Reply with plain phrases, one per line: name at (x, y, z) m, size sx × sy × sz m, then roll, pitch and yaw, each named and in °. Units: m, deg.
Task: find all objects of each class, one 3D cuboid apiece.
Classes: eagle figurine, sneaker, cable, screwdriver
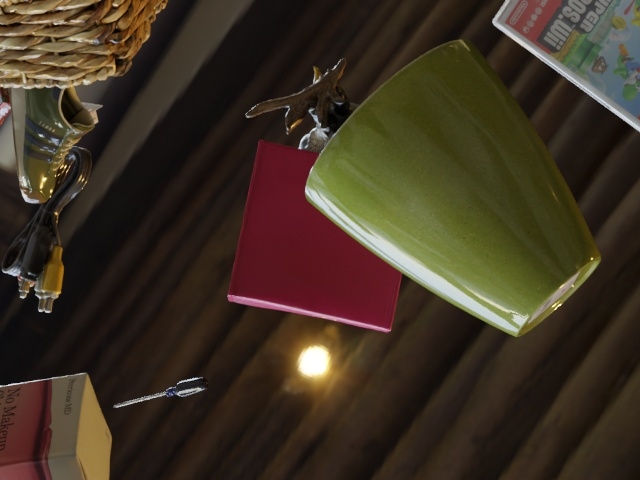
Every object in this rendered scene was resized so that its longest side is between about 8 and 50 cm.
eagle figurine at (0.028, -0.204, 2.385) m, size 0.226 × 0.298 × 0.225 m, roll 10°, pitch -111°, yaw 18°
sneaker at (-0.300, -0.122, 1.532) m, size 0.064 × 0.086 × 0.192 m, roll -85°, pitch 177°, yaw -55°
cable at (-0.459, -0.025, 2.304) m, size 0.139 × 0.072 × 0.287 m, roll 20°, pitch -91°, yaw 45°
screwdriver at (-0.246, 0.237, 2.051) m, size 0.170 × 0.024 × 0.025 m, roll -19°, pitch -149°, yaw 19°

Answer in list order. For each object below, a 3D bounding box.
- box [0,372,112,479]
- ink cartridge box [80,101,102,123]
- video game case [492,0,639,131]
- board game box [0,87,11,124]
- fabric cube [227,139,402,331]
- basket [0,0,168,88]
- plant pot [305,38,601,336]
box at (-0.388, 0.270, 1.663) m, size 0.232 × 0.126 × 0.148 m, roll -10°, pitch -144°, yaw 3°
ink cartridge box at (-0.333, -0.164, 1.801) m, size 0.083 × 0.028 × 0.048 m, roll 10°, pitch -148°, yaw 33°
video game case at (0.400, -0.298, 1.822) m, size 0.204 × 0.285 × 0.025 m, roll -56°, pitch -164°, yaw 3°
board game box at (-0.556, -0.282, 2.145) m, size 0.145 × 0.027 × 0.281 m, roll -42°, pitch -125°, yaw 33°
fabric cube at (0.000, 0.000, 2.173) m, size 0.259 × 0.258 × 0.254 m, roll 132°, pitch -31°, yaw -85°
basket at (-0.278, -0.266, 1.047) m, size 0.223 × 0.299 × 0.213 m, roll 92°, pitch 13°, yaw -46°
plant pot at (0.179, -0.036, 1.594) m, size 0.293 × 0.275 × 0.275 m, roll 48°, pitch -71°, yaw 14°
